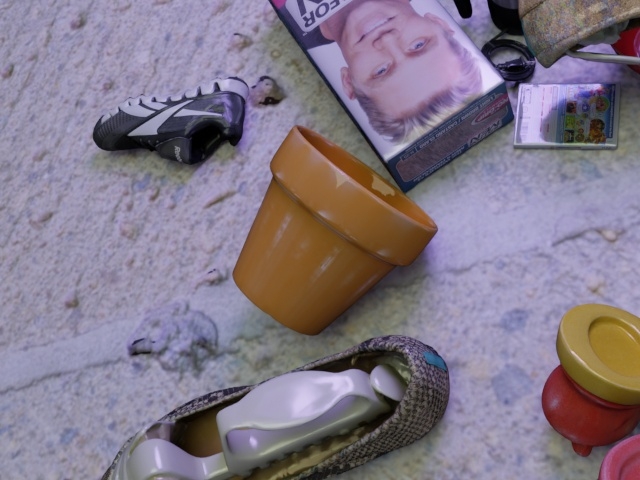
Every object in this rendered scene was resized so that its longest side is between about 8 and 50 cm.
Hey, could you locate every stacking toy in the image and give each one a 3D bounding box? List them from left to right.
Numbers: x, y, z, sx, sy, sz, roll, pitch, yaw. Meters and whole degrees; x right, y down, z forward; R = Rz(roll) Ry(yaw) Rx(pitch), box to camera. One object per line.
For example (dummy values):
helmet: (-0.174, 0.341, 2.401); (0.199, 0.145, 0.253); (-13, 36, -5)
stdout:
stacking toy: (0.350, 0.225, 0.843); (0.279, 0.130, 0.309); (13, 37, -4)

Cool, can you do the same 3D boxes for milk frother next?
milk frother: (0.236, -0.291, 1.093); (0.129, 0.135, 0.143); (-28, 64, 8)

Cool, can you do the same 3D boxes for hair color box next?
hair color box: (0.078, -0.252, 1.148); (0.174, 0.105, 0.347); (-35, 64, 4)

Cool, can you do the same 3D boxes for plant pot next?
plant pot: (0.000, 0.000, 1.042); (0.205, 0.205, 0.188); (42, 103, 27)

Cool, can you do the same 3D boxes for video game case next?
video game case: (0.301, -0.153, 1.087); (0.122, 0.011, 0.087); (3, 71, 20)

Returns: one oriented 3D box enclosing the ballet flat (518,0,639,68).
ballet flat: (0.389, -0.249, 0.938); (0.348, 0.123, 0.123); (-7, 68, 15)

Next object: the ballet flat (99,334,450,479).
ballet flat: (-0.090, 0.224, 0.981); (0.483, 0.182, 0.164); (-26, 65, 8)

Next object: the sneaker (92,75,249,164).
sneaker: (-0.207, -0.148, 1.220); (0.234, 0.078, 0.106); (-13, 64, 12)

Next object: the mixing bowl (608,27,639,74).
mixing bowl: (0.417, -0.252, 1.037); (0.181, 0.098, 0.181); (-6, 69, 16)
